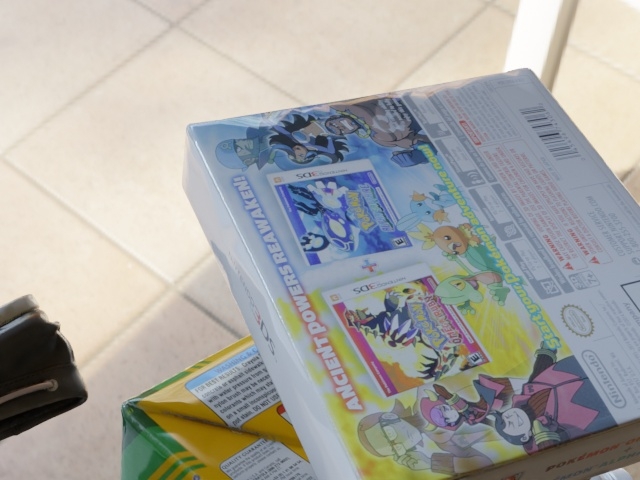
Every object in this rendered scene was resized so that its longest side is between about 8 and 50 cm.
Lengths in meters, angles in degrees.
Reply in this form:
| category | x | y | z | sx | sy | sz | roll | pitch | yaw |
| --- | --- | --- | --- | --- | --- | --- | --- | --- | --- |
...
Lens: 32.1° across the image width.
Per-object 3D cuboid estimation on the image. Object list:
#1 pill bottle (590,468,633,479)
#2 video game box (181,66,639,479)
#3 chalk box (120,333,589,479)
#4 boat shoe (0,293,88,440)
| category | x | y | z | sx | sy | sz | roll | pitch | yaw |
| --- | --- | --- | --- | --- | --- | --- | --- | --- | --- |
| pill bottle | 0.220 | 0.261 | 1.077 | 0.169 | 0.094 | 0.094 | -1 | 52 | -20 |
| video game box | 0.059 | 0.015 | 0.486 | 0.187 | 0.048 | 0.205 | -10 | 51 | -23 |
| chalk box | 0.004 | 0.204 | 0.632 | 0.179 | 0.289 | 0.180 | 35 | 42 | 30 |
| boat shoe | -0.307 | 0.154 | 0.771 | 0.335 | 0.112 | 0.095 | -35 | 87 | -36 |
